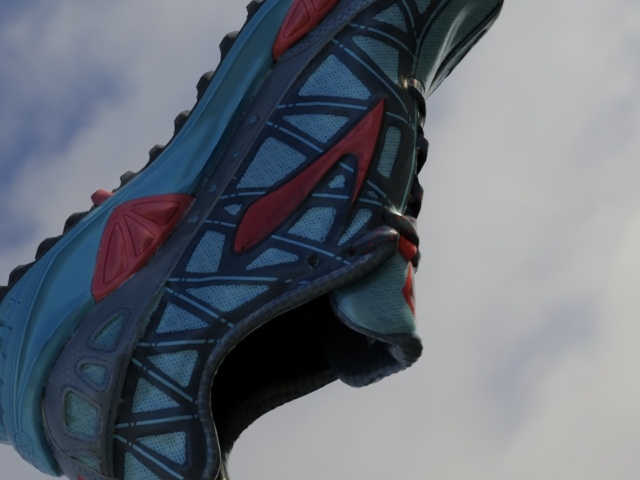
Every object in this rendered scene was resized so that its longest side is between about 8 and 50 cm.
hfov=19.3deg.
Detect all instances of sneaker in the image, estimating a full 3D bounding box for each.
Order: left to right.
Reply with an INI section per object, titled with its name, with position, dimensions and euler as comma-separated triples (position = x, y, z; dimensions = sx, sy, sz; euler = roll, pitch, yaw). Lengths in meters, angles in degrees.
[sneaker]
position = 0.000, 0.000, 0.692
dimensions = 0.262, 0.125, 0.104
euler = -50, -25, -14
